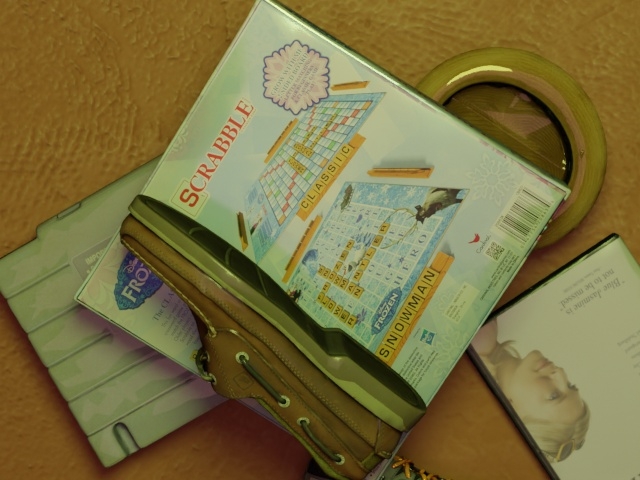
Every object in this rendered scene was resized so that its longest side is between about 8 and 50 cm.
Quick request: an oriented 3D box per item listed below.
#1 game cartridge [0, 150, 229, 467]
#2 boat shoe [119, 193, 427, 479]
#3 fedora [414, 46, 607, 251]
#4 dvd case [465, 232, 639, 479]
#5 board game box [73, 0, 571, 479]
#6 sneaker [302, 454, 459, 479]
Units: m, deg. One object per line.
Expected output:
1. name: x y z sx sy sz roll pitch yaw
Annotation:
1. game cartridge: -0.102 0.026 1.556 0.355 0.068 0.230 -29 89 3
2. boat shoe: -0.059 0.089 1.406 0.307 0.111 0.104 39 100 -3
3. fedora: 0.163 -0.084 1.530 0.194 0.079 0.194 0 98 1
4. dvd case: 0.271 0.146 1.573 0.180 0.022 0.253 -34 92 3
5. board game box: 0.000 0.000 1.478 0.318 0.066 0.319 33 100 -2
6. sneaker: 0.082 0.240 1.557 0.215 0.084 0.083 1 89 2
